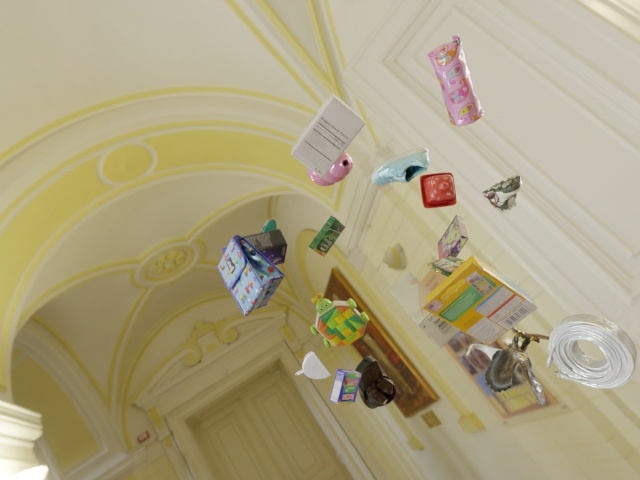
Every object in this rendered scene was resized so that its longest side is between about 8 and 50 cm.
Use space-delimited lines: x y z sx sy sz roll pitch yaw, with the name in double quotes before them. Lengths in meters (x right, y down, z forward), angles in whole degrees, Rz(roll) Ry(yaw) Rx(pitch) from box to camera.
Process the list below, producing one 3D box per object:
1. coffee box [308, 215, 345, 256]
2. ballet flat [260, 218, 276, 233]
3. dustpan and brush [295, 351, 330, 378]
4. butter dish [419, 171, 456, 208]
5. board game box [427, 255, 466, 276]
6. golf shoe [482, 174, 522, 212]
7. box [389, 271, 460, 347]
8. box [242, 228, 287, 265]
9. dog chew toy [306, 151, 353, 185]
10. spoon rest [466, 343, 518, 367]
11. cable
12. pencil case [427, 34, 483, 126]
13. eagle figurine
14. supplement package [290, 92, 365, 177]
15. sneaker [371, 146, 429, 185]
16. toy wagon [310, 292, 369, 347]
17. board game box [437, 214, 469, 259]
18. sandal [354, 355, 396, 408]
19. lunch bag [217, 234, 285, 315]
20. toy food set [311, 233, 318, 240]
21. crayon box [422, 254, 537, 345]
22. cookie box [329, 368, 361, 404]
"coffee box" 0.033 -0.017 1.966 0.184 0.040 0.113 -53 -34 -1
"ballet flat" -0.282 -0.012 2.151 0.076 0.079 0.222 9 -80 -24
"dustpan and brush" -0.057 0.632 2.042 0.211 0.147 0.060 -36 1 26
"butter dish" 0.541 -0.235 1.869 0.160 0.160 0.118 -6 -5 -1
"board game box" 0.587 0.123 1.764 0.136 0.259 0.030 -12 -74 -20
"golf shoe" 0.721 -0.175 1.596 0.105 0.120 0.273 -30 -4 7
"box" 0.393 0.254 1.578 0.121 0.148 0.311 -44 19 5
"box" -0.276 0.048 2.007 0.207 0.108 0.153 -14 -37 -22
"dog chew toy" 0.058 -0.385 2.141 0.206 0.207 0.332 -31 16 -18
"spoon rest" 0.976 0.653 2.351 0.084 0.276 0.137 -55 -22 -50
"cable" 0.911 0.374 1.399 0.089 0.257 0.257 -24 -63 -36
"pencil case" 0.465 -0.537 1.417 0.124 0.124 0.284 -34 -62 -9
"eagle figurine" 0.858 0.534 1.796 0.225 0.226 0.299 24 -105 -37
"supplement package" 0.028 -0.451 1.773 0.293 0.175 0.177 -50 16 18
"sneaker" 0.424 -0.370 2.264 0.135 0.150 0.365 32 -42 -32
"toy wagon" 0.078 0.408 2.137 0.267 0.068 0.344 -37 -62 10
"board game box" 0.703 0.005 2.223 0.347 0.056 0.208 -58 -10 -66
"sandal" 0.251 0.651 1.813 0.168 0.107 0.446 -51 -37 -15
"lunch bag" -0.322 0.130 1.774 0.138 0.293 0.221 -23 -25 -46
"toy food set" 0.000 0.000 2.324 0.077 0.122 0.019 -20 -54 -6
"crayon box" 0.477 0.180 1.274 0.322 0.083 0.203 30 -65 -25
"cookie box" 0.087 0.500 1.416 0.091 0.040 0.107 21 -99 -42
